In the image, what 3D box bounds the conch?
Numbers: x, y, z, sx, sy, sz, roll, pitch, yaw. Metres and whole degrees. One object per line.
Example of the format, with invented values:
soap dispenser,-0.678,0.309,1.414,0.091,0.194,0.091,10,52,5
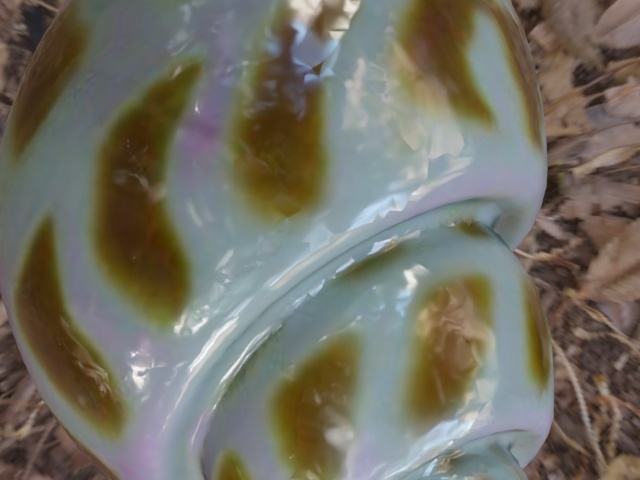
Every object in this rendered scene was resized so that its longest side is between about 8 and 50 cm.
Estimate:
conch,0.000,-0.001,0.654,0.249,0.197,0.368,-16,87,-20
